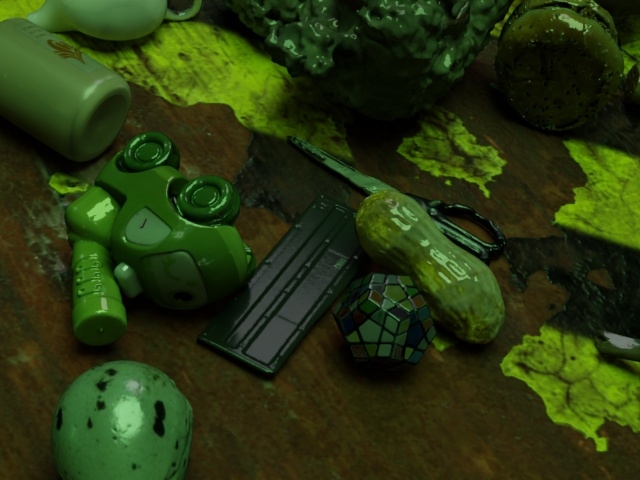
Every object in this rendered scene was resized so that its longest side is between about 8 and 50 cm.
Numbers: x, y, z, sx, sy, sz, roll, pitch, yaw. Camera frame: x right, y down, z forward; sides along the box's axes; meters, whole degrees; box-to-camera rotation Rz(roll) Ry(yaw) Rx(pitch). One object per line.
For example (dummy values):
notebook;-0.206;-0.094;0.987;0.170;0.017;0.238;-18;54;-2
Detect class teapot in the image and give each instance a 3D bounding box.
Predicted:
teapot;-0.259;-0.315;1.710;0.226;0.092;0.145;-1;47;-21

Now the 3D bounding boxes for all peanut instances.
peanut;0.122;0.027;1.456;0.206;0.087;0.087;45;49;5

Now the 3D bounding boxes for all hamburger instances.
hamburger;0.303;-0.225;1.730;0.185;0.177;0.113;-19;37;26

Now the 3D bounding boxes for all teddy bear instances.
teddy bear;0.033;-0.305;1.699;0.367;0.224;0.357;28;37;21

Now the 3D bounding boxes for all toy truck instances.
toy truck;-0.187;-0.001;1.388;0.210;0.148;0.187;-27;54;-11

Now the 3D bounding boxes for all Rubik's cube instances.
Rubik's cube;0.067;0.085;1.397;0.111;0.111;0.093;31;21;15

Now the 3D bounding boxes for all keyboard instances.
keyboard;-0.001;0.008;1.496;0.103;0.041;0.381;26;52;15

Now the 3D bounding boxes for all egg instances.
egg;-0.175;0.187;1.204;0.131;0.131;0.164;-6;58;-21

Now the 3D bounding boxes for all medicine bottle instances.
medicine bottle;-0.347;-0.195;1.544;0.252;0.114;0.114;31;46;16

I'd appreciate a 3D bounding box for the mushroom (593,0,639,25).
mushroom;0.402;-0.405;1.917;0.255;0.184;0.255;6;47;-6

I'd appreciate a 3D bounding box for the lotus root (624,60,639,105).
lotus root;0.541;-0.215;1.835;0.258;0.097;0.110;-2;39;-8

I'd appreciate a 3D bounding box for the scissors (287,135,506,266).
scissors;0.082;-0.054;1.593;0.300;0.022;0.109;33;43;17

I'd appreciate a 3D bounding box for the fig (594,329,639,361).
fig;0.462;0.121;1.395;0.369;0.286;0.286;16;38;34
